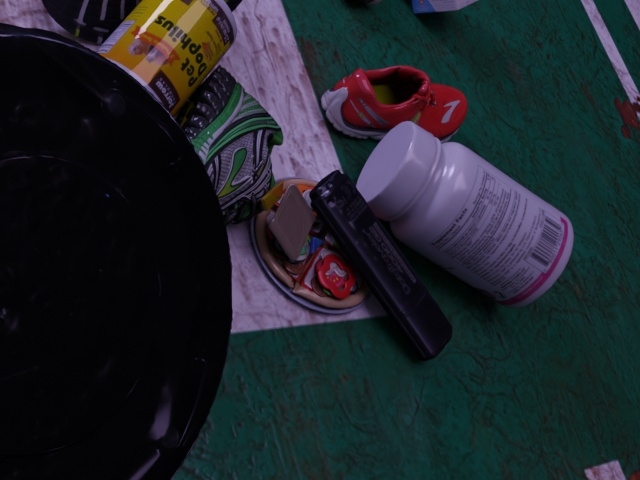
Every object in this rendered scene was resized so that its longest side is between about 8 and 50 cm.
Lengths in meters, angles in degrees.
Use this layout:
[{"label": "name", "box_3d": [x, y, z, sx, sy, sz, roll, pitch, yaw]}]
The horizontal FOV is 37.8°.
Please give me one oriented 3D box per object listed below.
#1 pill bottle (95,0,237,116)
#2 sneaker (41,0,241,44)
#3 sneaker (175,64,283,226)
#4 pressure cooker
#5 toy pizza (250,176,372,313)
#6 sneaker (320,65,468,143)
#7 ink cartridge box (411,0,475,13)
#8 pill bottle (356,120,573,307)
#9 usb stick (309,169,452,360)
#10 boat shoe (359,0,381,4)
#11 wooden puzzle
[{"label": "pill bottle", "box_3d": [-0.202, -0.209, 1.117, 0.117, 0.117, 0.215, 39, 66, -11]}, {"label": "sneaker", "box_3d": [-0.239, -0.338, 1.221, 0.300, 0.111, 0.121, -18, 59, -45]}, {"label": "sneaker", "box_3d": [-0.121, -0.061, 1.097, 0.146, 0.134, 0.344, 34, 47, -18]}, {"label": "pressure cooker", "box_3d": [-0.319, 0.038, 0.704, 0.370, 0.420, 0.376, 32, 65, -46]}, {"label": "toy pizza", "box_3d": [0.000, 0.000, 1.223, 0.201, 0.032, 0.201, 19, 53, -28]}, {"label": "sneaker", "box_3d": [0.135, -0.207, 1.399, 0.279, 0.118, 0.107, -7, 68, -40]}, {"label": "ink cartridge box", "box_3d": [0.207, -0.471, 1.598, 0.090, 0.092, 0.143, -35, 121, -44]}, {"label": "pill bottle", "box_3d": [0.199, -0.037, 1.311, 0.283, 0.160, 0.160, 32, 48, -18]}, {"label": "usb stick", "box_3d": [0.081, 0.035, 1.220, 0.278, 0.045, 0.077, 55, 46, -12]}, {"label": "boat shoe", "box_3d": [0.043, -0.495, 1.538, 0.068, 0.081, 0.228, -5, 69, -44]}, {"label": "wooden puzzle", "box_3d": [-0.036, -0.024, 1.147, 0.078, 0.014, 0.116, -57, 132, -41]}]
